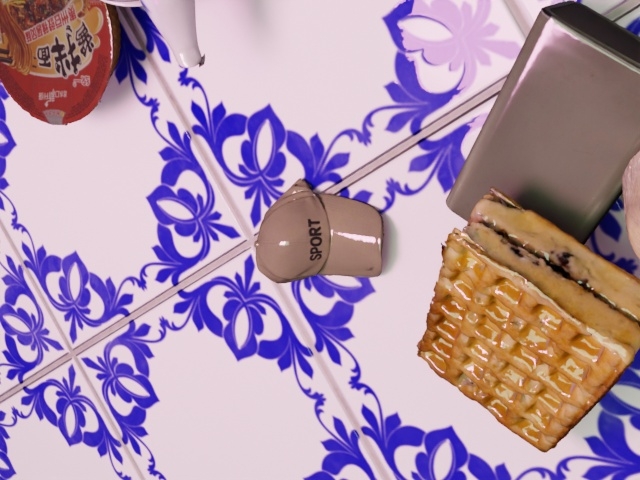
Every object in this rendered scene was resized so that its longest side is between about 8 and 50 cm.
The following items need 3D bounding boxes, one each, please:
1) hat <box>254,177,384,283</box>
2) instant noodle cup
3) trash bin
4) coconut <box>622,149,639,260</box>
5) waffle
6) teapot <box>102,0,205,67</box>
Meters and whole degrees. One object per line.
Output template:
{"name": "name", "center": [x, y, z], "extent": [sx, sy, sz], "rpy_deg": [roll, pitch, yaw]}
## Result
{"name": "hat", "center": [0.000, 0.000, 1.138], "extent": [0.175, 0.085, 0.147], "rpy_deg": [7, 109, 32]}
{"name": "instant noodle cup", "center": [-0.375, -0.309, 1.273], "extent": [0.274, 0.091, 0.274], "rpy_deg": [11, 111, 30]}
{"name": "trash bin", "center": [0.261, -0.104, 0.913], "extent": [0.164, 0.122, 0.240], "rpy_deg": [35, 124, 18]}
{"name": "coconut", "center": [0.414, -0.044, 0.761], "extent": [0.237, 0.266, 0.237], "rpy_deg": [43, 169, 10]}
{"name": "waffle", "center": [0.219, 0.099, 0.941], "extent": [0.213, 0.091, 0.308], "rpy_deg": [37, 154, 18]}
{"name": "teapot", "center": [-0.240, -0.401, 1.081], "extent": [0.280, 0.252, 0.424], "rpy_deg": [93, 152, -64]}
